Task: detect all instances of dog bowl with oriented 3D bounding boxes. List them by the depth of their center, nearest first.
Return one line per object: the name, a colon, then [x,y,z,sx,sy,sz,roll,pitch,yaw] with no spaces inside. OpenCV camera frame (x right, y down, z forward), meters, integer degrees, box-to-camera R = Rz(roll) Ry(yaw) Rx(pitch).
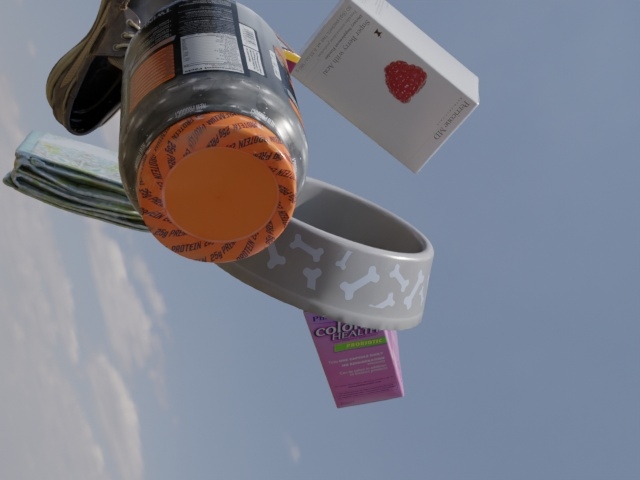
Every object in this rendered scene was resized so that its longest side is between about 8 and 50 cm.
dog bowl: [0.000,0.000,1.594,0.349,0.348,0.102,43,-63,55]

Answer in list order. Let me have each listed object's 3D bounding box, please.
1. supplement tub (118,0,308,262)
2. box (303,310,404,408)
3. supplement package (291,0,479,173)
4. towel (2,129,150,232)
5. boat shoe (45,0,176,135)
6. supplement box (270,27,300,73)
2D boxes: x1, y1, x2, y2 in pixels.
supplement tub: [-0.125,-0.130,1.302,0.338,0.207,0.207,-103,-171,-57]
box: [0.051,0.110,1.867,0.213,0.117,0.243,-93,169,-47]
supplement package: [0.118,-0.294,2.040,0.177,0.293,0.175,-49,-170,22]
towel: [-0.444,-0.119,2.264,0.374,0.320,0.090,-117,-135,-74]
boat shoe: [-0.293,-0.299,1.775,0.355,0.132,0.130,-50,-138,24]
supplement box: [-0.128,-0.235,1.745,0.188,0.081,0.104,-57,-136,18]
